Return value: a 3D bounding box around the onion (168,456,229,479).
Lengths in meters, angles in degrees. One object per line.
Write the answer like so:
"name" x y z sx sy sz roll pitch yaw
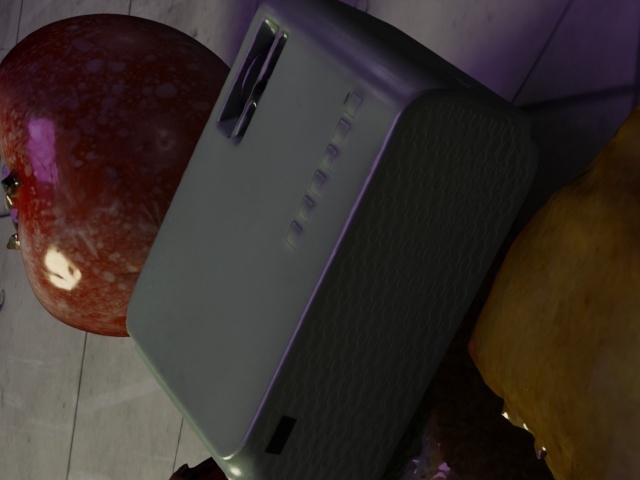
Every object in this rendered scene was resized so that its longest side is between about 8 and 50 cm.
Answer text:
"onion" -0.028 0.246 1.096 0.246 0.190 0.246 169 90 -69

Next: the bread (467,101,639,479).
"bread" 0.202 0.021 0.688 0.370 0.191 0.314 -71 25 18

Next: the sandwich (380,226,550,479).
"sandwich" 0.034 0.078 1.129 0.254 0.099 0.288 -39 45 42

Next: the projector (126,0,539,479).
"projector" 0.000 0.000 1.028 0.198 0.108 0.250 43 112 55

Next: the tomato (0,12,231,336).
"tomato" -0.155 -0.055 1.465 0.270 0.227 0.270 170 90 -81
